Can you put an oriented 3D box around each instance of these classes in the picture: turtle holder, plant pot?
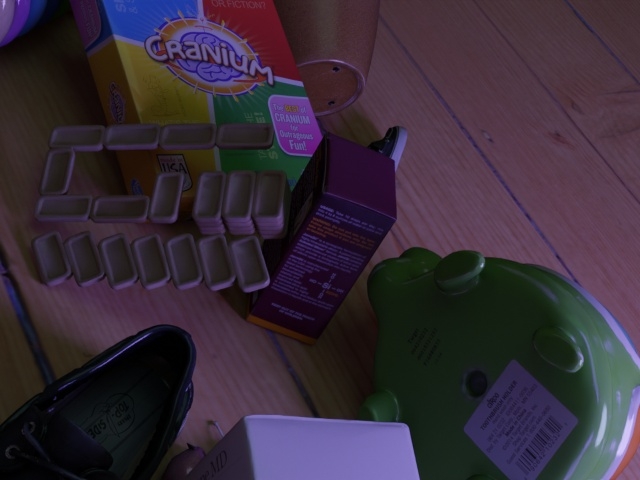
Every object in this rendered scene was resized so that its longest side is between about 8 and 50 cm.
[{"bbox_3d":[0.170,0.138,1.244,0.320,0.243,0.227,8,-1,41],"label":"turtle holder"},{"bbox_3d":[-0.022,-0.293,1.612,0.237,0.237,0.254,9,55,-27],"label":"plant pot"}]

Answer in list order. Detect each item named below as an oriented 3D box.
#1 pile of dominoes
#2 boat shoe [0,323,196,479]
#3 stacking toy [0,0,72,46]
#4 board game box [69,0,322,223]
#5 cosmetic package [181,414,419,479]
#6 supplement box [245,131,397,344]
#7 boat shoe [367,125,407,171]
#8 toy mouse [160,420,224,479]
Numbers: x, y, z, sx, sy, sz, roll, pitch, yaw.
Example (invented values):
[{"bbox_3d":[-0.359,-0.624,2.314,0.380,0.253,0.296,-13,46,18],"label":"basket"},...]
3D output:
[{"bbox_3d":[-0.158,-0.027,1.250,0.251,0.040,0.195,0,57,8],"label":"pile of dominoes"},{"bbox_3d":[-0.196,0.172,1.001,0.127,0.113,0.340,39,37,11],"label":"boat shoe"},{"bbox_3d":[-0.330,-0.313,1.482,0.141,0.141,0.330,37,31,8],"label":"stacking toy"},{"bbox_3d":[-0.134,-0.178,1.422,0.242,0.064,0.316,-6,68,-40],"label":"board game box"},{"bbox_3d":[-0.012,0.251,0.981,0.152,0.151,0.183,7,54,-29],"label":"cosmetic package"},{"bbox_3d":[0.000,0.000,1.282,0.081,0.188,0.104,21,37,-14],"label":"supplement box"},{"bbox_3d":[0.076,-0.105,1.583,0.040,0.049,0.142,27,38,-6],"label":"boat shoe"},{"bbox_3d":[-0.081,0.206,1.113,0.161,0.031,0.143,16,39,-20],"label":"toy mouse"}]
